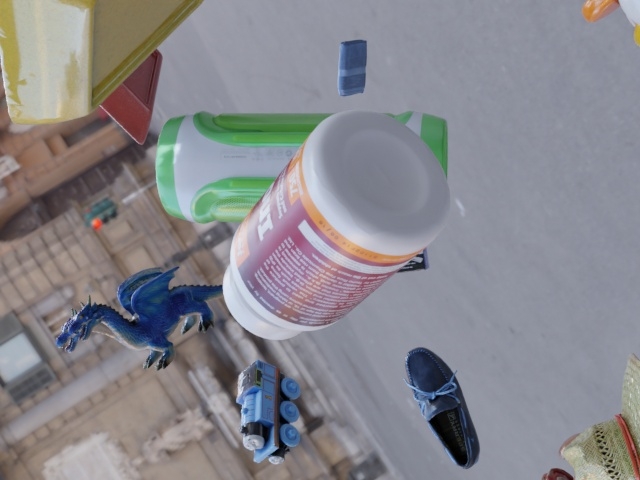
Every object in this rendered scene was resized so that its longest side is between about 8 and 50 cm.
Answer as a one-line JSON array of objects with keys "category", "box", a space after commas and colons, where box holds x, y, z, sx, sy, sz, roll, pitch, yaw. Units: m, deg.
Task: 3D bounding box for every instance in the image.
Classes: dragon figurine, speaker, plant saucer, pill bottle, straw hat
[{"category": "dragon figurine", "box": [-0.230, 0.085, 1.216, 0.085, 0.289, 0.144, -4, 122, 57]}, {"category": "speaker", "box": [-0.016, -0.076, 0.913, 0.131, 0.297, 0.131, 2, -90, -80]}, {"category": "plant saucer", "box": [-0.353, -0.322, 1.418, 0.259, 0.048, 0.258, 46, -157, -32]}, {"category": "pill bottle", "box": [0.000, 0.000, 0.495, 0.086, 0.086, 0.152, 56, 140, 10]}, {"category": "plant saucer", "box": [-0.212, -0.290, 0.957, 0.081, 0.332, 0.332, 37, 155, 1]}, {"category": "straw hat", "box": [0.194, 0.149, 0.565, 0.144, 0.061, 0.144, -14, -90, -81]}]

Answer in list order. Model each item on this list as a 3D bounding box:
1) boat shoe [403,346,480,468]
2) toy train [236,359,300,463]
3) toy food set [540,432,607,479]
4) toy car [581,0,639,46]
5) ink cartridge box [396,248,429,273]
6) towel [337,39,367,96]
[{"category": "boat shoe", "box": [0.251, 0.329, 1.711, 0.258, 0.109, 0.089, 58, -167, 9]}, {"category": "toy train", "box": [-0.096, 0.305, 1.519, 0.105, 0.080, 0.184, 26, -140, -25]}, {"category": "toy food set", "box": [0.313, 0.261, 0.978, 0.071, 0.128, 0.218, 62, 148, 5]}, {"category": "toy car", "box": [0.290, -0.267, 0.749, 0.136, 0.182, 0.159, 27, -163, 17]}, {"category": "ink cartridge box", "box": [0.074, 0.014, 1.446, 0.046, 0.207, 0.097, -11, -87, -75]}, {"category": "towel", "box": [0.067, -0.372, 1.845, 0.029, 0.067, 0.119, 39, 135, 47]}]
